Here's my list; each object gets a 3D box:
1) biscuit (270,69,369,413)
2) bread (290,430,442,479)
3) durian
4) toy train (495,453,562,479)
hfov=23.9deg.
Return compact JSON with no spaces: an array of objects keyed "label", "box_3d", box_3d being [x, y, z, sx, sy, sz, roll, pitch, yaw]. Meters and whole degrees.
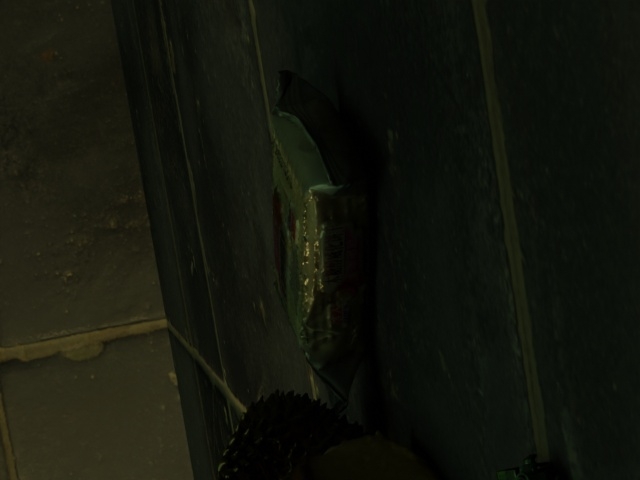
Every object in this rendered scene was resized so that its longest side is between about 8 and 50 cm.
[{"label":"biscuit","box_3d":[0.001,0.003,1.489,0.186,0.079,0.309,-111,17,-47]},{"label":"bread","box_3d":[0.073,0.380,1.333,0.323,0.143,0.333,-135,37,-68]},{"label":"durian","box_3d":[-0.018,0.259,1.509,0.138,0.237,0.193,16,120,37]},{"label":"toy train","box_3d":[0.158,0.222,1.050,0.071,0.038,0.147,137,122,-75]}]
